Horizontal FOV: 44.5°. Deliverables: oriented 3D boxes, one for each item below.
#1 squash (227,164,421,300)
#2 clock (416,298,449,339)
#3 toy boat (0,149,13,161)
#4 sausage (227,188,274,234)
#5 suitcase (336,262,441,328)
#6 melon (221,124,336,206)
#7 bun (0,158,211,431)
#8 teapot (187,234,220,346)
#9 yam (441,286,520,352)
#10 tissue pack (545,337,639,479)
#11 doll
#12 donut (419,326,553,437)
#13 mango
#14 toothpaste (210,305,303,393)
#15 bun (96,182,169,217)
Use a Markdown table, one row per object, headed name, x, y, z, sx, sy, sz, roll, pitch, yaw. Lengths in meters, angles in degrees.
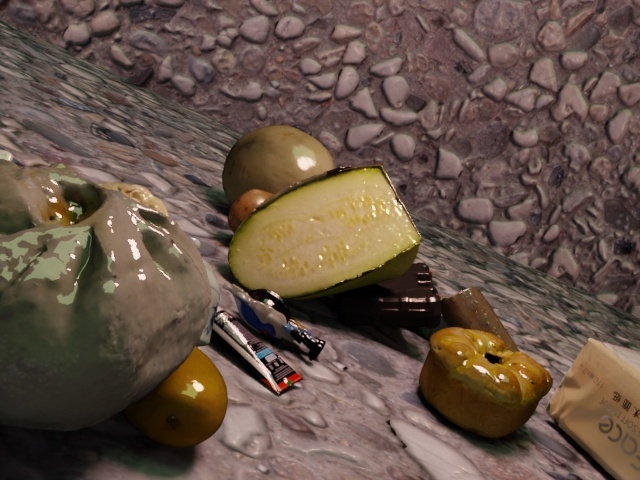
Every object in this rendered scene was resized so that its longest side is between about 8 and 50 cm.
| name | x | y | z | sx | sy | sz | roll | pitch | yaw |
| --- | --- | --- | --- | --- | --- | --- | --- | --- | --- |
| squash | -0.013 | -0.005 | 1.484 | 0.309 | 0.210 | 0.234 | -7 | 61 | -34 |
| clock | 0.283 | 0.191 | 1.731 | 0.211 | 0.066 | 0.159 | 30 | 15 | 13 |
| toy boat | -0.593 | -0.155 | 1.110 | 0.290 | 0.100 | 0.199 | 23 | 56 | -12 |
| sausage | 0.001 | 0.003 | 1.781 | 0.500 | 0.123 | 0.136 | 17 | 51 | -39 |
| suitcase | 0.138 | 0.107 | 1.630 | 0.206 | 0.066 | 0.285 | 1 | 13 | 2 |
| melon | -0.101 | -0.154 | 1.894 | 0.308 | 0.272 | 0.271 | -7 | -7 | 32 |
| bun | -0.285 | 0.028 | 0.787 | 0.354 | 0.194 | 0.354 | 13 | 22 | -6 |
| teapot | -0.201 | 0.059 | 1.051 | 0.159 | 0.159 | 0.232 | 27 | -10 | 1 |
| yam | 0.344 | 0.216 | 1.594 | 0.259 | 0.106 | 0.106 | 60 | 24 | 16 |
| tissue pack | 0.677 | 0.382 | 1.438 | 0.331 | 0.205 | 0.405 | 19 | 14 | -30 |
| doll | -0.078 | 0.126 | 1.285 | 0.195 | 0.070 | 0.096 | 34 | -2 | 4 |
| donut | 0.283 | 0.245 | 1.382 | 0.208 | 0.128 | 0.261 | 34 | 15 | 33 |
| mango | -0.173 | 0.161 | 0.895 | 0.130 | 0.092 | 0.195 | 11 | 19 | -16 |
| toothpaste | -0.115 | 0.157 | 1.157 | 0.193 | 0.045 | 0.071 | 37 | 24 | 16 |
| bun | -0.323 | -0.023 | 1.236 | 0.220 | 0.134 | 0.220 | 28 | 15 | -8 |
